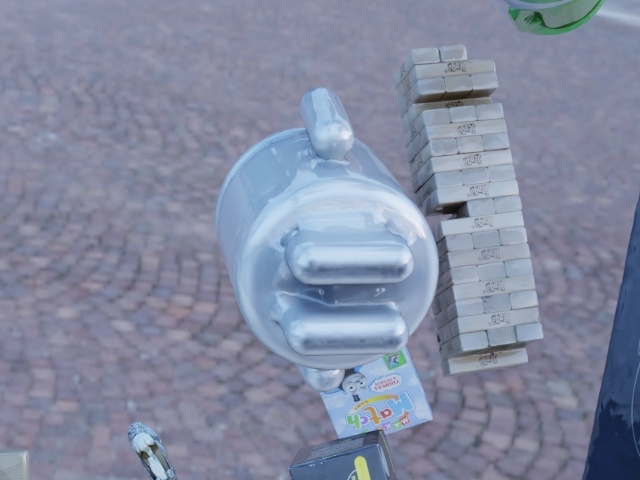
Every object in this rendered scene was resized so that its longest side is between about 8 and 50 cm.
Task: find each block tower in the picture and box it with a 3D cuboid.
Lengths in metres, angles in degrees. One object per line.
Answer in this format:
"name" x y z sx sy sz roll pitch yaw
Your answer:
"block tower" 0.154 -0.033 1.487 0.091 0.335 0.097 -7 -11 -11

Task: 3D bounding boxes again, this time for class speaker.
"speaker" 0.204 -0.258 1.281 0.131 0.131 0.296 12 4 10

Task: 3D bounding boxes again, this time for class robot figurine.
"robot figurine" 0.000 0.000 1.445 0.200 0.300 0.353 3 18 -11

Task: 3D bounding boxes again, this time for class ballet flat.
"ballet flat" -0.233 0.295 1.959 0.041 0.041 0.114 -13 60 -45

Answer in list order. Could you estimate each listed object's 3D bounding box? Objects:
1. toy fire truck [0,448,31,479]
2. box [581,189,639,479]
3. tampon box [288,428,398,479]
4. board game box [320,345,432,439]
"toy fire truck" -0.383 0.161 1.194 0.246 0.217 0.158 -9 28 -41
"box" 0.574 0.171 1.553 0.297 0.472 0.480 17 -6 -33
"tampon box" 0.034 0.281 1.545 0.101 0.120 0.161 -15 -2 4
"board game box" 0.076 0.226 2.321 0.160 0.211 0.039 -19 26 6
